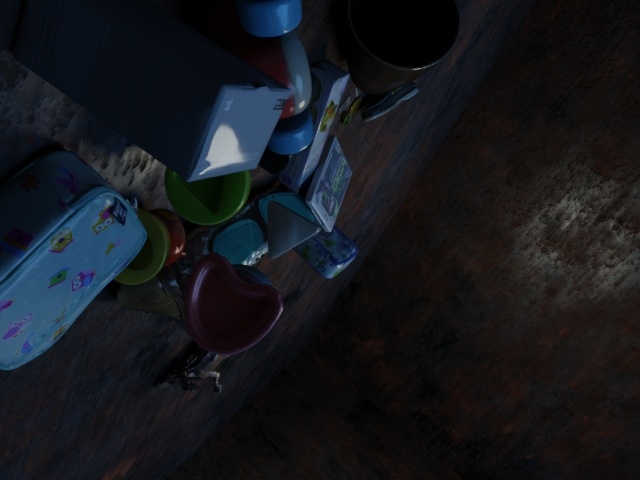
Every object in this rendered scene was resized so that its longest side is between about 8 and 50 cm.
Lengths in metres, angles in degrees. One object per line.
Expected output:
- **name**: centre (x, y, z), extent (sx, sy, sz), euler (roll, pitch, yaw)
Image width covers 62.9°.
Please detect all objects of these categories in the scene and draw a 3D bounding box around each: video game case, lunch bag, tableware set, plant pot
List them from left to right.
- **lunch bag**: centre (-0.355, 0.031, 0.674), extent (0.279, 0.108, 0.224), euler (-48, 166, -17)
- **lunch bag**: centre (0.000, 0.000, 1.566), extent (0.090, 0.219, 0.176), euler (-52, 168, 28)
- **video game case**: centre (0.025, -0.141, 1.337), extent (0.173, 0.022, 0.190), euler (55, 50, -60)
- **tableware set**: centre (0.104, -0.369, 1.364), extent (0.154, 0.024, 0.104), euler (-51, 167, -5)
- **plant pot**: centre (0.136, -0.396, 1.068), extent (0.215, 0.215, 0.230), euler (-49, -179, -14)

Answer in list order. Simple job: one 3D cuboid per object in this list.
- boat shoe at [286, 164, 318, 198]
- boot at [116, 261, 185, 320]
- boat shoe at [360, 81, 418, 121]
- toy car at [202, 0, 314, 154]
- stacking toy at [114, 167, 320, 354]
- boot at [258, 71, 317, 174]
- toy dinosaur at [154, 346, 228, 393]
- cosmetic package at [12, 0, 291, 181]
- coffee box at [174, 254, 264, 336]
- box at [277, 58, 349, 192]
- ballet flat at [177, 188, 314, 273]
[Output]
- **boat shoe**: centre (-0.073, -0.077, 1.389), extent (0.305, 0.091, 0.109), euler (-47, 166, -21)
- **boot**: centre (-0.331, 0.103, 1.051), extent (0.115, 0.112, 0.305), euler (-17, 162, -11)
- **boat shoe**: centre (0.183, -0.402, 1.462), extent (0.227, 0.069, 0.081), euler (-39, -158, -32)
- **toy car**: centre (-0.147, -0.220, 0.665), extent (0.238, 0.210, 0.219), euler (-19, 144, -10)
- **stacking toy**: centre (-0.161, 0.004, 0.840), extent (0.279, 0.309, 0.130), euler (-51, 175, 9)
- **boot**: centre (-0.061, -0.236, 1.074), extent (0.137, 0.077, 0.198), euler (-61, -175, -35)
- **toy dinosaur**: centre (-0.340, 0.351, 1.576), extent (0.296, 0.127, 0.200), euler (-56, 161, -6)
- **cosmetic package**: centre (-0.163, -0.164, 0.517), extent (0.107, 0.238, 0.127), euler (-58, 165, 25)
- **coffee box**: centre (-0.252, 0.120, 1.286), extent (0.141, 0.098, 0.246), euler (-37, 160, -50)
- **box**: centre (-0.022, -0.245, 1.172), extent (0.063, 0.067, 0.324), euler (-42, 164, -40)
- **ballet flat**: centre (-0.168, -0.021, 1.184), extent (0.409, 0.147, 0.147), euler (-29, 154, -56)
